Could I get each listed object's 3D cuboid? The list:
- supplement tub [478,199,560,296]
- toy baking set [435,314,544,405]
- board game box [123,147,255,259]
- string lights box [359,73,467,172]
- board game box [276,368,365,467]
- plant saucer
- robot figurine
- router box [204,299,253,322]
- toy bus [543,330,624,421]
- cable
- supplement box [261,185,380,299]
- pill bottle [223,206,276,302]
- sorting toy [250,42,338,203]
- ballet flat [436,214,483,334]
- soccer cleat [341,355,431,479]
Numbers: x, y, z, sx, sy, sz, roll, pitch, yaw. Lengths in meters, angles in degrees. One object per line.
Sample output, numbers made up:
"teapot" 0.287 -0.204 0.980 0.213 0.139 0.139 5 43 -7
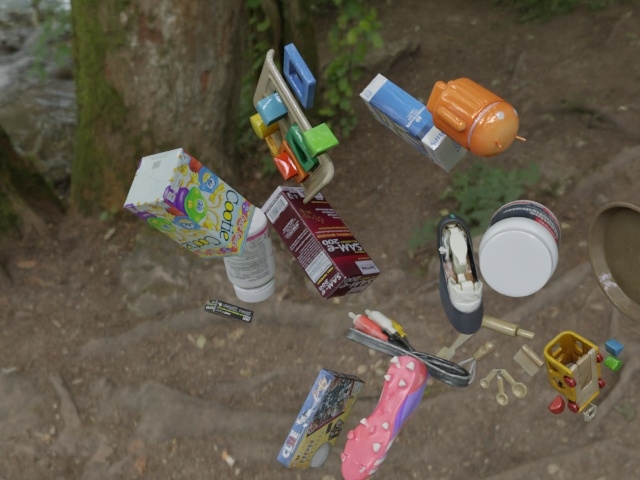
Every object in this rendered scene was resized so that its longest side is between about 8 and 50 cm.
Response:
"supplement tub" 0.509 0.017 1.712 0.191 0.191 0.272 19 23 14
"toy baking set" 0.378 0.266 1.534 0.256 0.197 0.030 21 17 36
"board game box" -0.309 -0.080 1.627 0.144 0.275 0.142 -7 59 36
"string lights box" 0.225 -0.286 1.627 0.077 0.133 0.259 -48 59 3
"board game box" 0.005 0.441 1.656 0.042 0.165 0.243 27 89 36
"plant saucer" 0.683 0.046 1.449 0.041 0.278 0.278 -17 47 -15
"robot figurine" 0.326 -0.259 1.415 0.128 0.158 0.219 -46 57 1
"router box" -0.270 0.208 1.973 0.122 0.092 0.038 21 77 -24
"toy bus" 0.556 0.294 1.488 0.190 0.202 0.104 7 20 -40
"cable" 0.163 0.204 1.327 0.139 0.072 0.287 12 5 -41
"supplement box" 0.000 0.000 1.348 0.130 0.073 0.239 -5 53 -53
"pill bottle" -0.227 0.048 2.117 0.160 0.283 0.160 -4 36 3
"sorting toy" -0.054 -0.151 0.967 0.047 0.347 0.196 -26 89 -13
"ballet flat" 0.230 0.055 1.109 0.074 0.074 0.203 -6 83 -12
"soccer cleat" 0.123 0.324 1.201 0.083 0.095 0.248 14 70 46
